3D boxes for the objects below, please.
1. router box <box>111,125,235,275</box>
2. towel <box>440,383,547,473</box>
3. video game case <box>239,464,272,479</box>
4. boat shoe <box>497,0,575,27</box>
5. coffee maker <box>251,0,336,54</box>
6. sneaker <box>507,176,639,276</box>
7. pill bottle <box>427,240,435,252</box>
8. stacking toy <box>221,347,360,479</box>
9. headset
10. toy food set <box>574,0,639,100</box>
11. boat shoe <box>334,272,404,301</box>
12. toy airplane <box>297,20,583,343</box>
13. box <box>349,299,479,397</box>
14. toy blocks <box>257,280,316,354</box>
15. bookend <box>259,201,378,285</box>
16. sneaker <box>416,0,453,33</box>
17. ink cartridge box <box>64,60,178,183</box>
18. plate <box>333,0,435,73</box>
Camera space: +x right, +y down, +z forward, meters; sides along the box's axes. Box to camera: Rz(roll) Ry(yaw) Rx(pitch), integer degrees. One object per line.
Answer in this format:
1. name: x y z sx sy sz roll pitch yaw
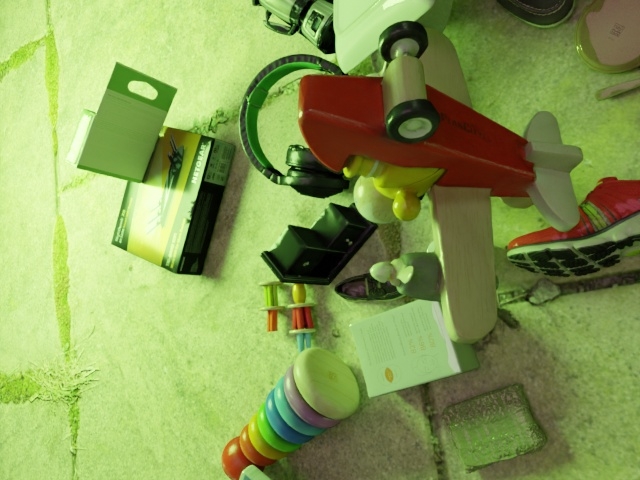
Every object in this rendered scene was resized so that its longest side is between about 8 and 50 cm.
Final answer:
1. router box: -0.342 -0.101 1.337 0.243 0.081 0.309 18 94 34
2. towel: 0.271 0.297 0.925 0.148 0.027 0.110 -32 67 28
3. video game case: -0.068 0.623 1.053 0.300 0.036 0.329 29 112 26
4. boat shoe: 0.296 -0.491 0.954 0.112 0.095 0.335 -33 68 26
5. coffee maker: -0.012 -0.459 1.130 0.178 0.171 0.120 40 147 11
6. sneaker: 0.408 -0.030 0.847 0.279 0.107 0.118 -20 56 27
7. pill bottle: 0.215 0.025 0.938 0.065 0.116 0.065 -4 83 33
8. stacking toy: -0.080 0.347 1.093 0.330 0.141 0.141 -46 63 25
9. headset: 0.016 -0.181 1.050 0.394 0.185 0.243 32 103 14
10. toy food set: 0.452 -0.313 0.873 0.132 0.038 0.192 -13 89 35
11. boat shoe: 0.095 0.085 1.049 0.152 0.049 0.056 -16 76 31
12. toy airplane: 0.166 -0.103 0.817 0.384 0.386 0.272 52 137 -3
13. box: 0.155 0.176 0.976 0.170 0.091 0.130 -24 73 29
14. toy blocks: -0.066 0.152 1.145 0.123 0.054 0.148 -10 80 31
15. bookend: 0.000 0.000 1.058 0.157 0.156 0.072 -51 61 17
16. sneaker: 0.149 -0.507 0.972 0.210 0.137 0.366 42 122 58
17. ink cartridge box: -0.427 -0.252 1.260 0.056 0.171 0.235 28 99 34
18. plate: 0.082 -0.438 0.905 0.277 0.045 0.278 168 104 -66
